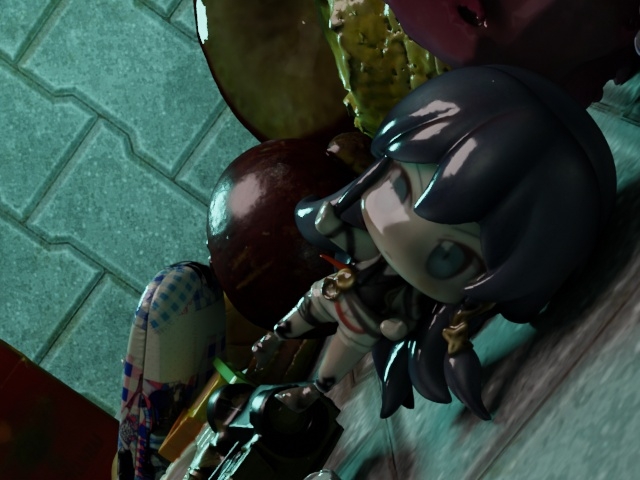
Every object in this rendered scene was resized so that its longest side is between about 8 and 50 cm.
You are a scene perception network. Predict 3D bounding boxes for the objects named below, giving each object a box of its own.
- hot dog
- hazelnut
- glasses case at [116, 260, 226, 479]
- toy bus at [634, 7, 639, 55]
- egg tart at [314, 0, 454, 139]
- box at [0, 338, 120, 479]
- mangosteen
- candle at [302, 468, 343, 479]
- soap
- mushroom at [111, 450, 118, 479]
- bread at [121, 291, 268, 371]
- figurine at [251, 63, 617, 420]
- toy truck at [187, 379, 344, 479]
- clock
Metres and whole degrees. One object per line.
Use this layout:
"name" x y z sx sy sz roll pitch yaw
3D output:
"hot dog" -0.043 0.134 1.376 0.087 0.061 0.286 -63 -1 36
"hazelnut" 0.031 -0.291 1.597 0.359 0.409 0.359 -23 7 3
"glasses case" -0.158 0.182 1.289 0.125 0.076 0.327 -20 -59 -58
"toy bus" 0.263 -0.159 0.706 0.167 0.076 0.073 -49 10 21
"egg tart" 0.073 -0.215 1.269 0.132 0.345 0.345 -16 10 1
"box" -0.334 0.289 1.481 0.089 0.313 0.197 -43 13 49
"mangosteen" 0.008 -0.014 1.251 0.258 0.215 0.215 -19 18 15
"candle" -0.033 0.243 0.756 0.168 0.068 0.192 -45 9 33
"soap" 0.173 -0.216 0.926 0.325 0.220 0.127 -28 -23 -48
"mushroom" -0.184 0.265 1.442 0.148 0.112 0.148 -50 7 8
"bread" -0.123 0.116 1.466 0.136 0.107 0.241 -26 1 32
"figurine" 0.077 0.000 0.808 0.265 0.175 0.197 -36 13 44
"toy truck" -0.073 0.221 0.903 0.257 0.127 0.127 -56 14 -21
"clock" -0.118 0.247 1.127 0.255 0.106 0.220 -55 7 -7
